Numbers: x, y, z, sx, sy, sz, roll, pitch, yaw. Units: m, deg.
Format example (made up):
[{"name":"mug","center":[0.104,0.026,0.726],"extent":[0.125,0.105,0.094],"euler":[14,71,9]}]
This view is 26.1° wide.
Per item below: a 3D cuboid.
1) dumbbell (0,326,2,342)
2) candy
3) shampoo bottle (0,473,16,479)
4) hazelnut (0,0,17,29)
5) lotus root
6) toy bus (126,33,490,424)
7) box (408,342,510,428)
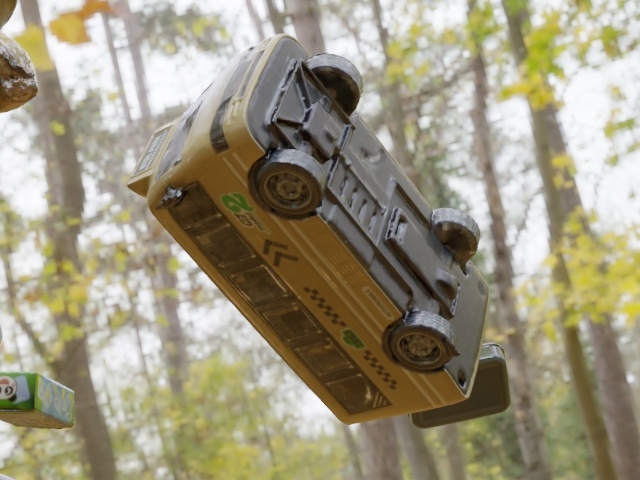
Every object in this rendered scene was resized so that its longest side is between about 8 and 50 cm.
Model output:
[{"name":"dumbbell","center":[-0.445,-0.009,1.467],"extent":[0.143,0.316,0.156],"euler":[-15,7,-7]},{"name":"candy","center":[-0.437,0.238,2.047],"extent":[0.097,0.062,0.194],"euler":[0,-14,7]},{"name":"shampoo bottle","center":[-0.339,0.228,1.253],"extent":[0.214,0.072,0.072],"euler":[29,-37,-31]},{"name":"hazelnut","center":[-0.738,-0.438,2.492],"extent":[0.366,0.366,0.366],"euler":[-14,-12,-3]},{"name":"lotus root","center":[-0.531,-0.272,2.036],"extent":[0.131,0.303,0.146],"euler":[-58,-27,9]},{"name":"toy bus","center":[0.000,0.000,1.291],"extent":[0.202,0.365,0.177],"euler":[-21,31,33]},{"name":"box","center":[0.161,0.173,1.622],"extent":[0.126,0.091,0.031],"euler":[-10,28,-2]}]
